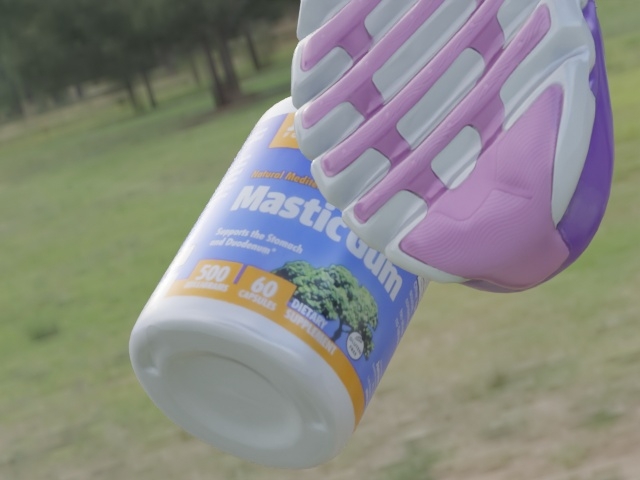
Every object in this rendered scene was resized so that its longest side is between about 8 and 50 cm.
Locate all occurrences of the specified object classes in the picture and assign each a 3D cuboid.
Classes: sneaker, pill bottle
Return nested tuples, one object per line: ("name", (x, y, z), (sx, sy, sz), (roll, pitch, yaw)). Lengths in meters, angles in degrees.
("sneaker", (0.043, -0.076, 0.586), (0.095, 0.236, 0.104), (-38, -45, 22))
("pill bottle", (0.000, 0.000, 1.284), (0.152, 0.152, 0.272), (-11, 40, 43))
